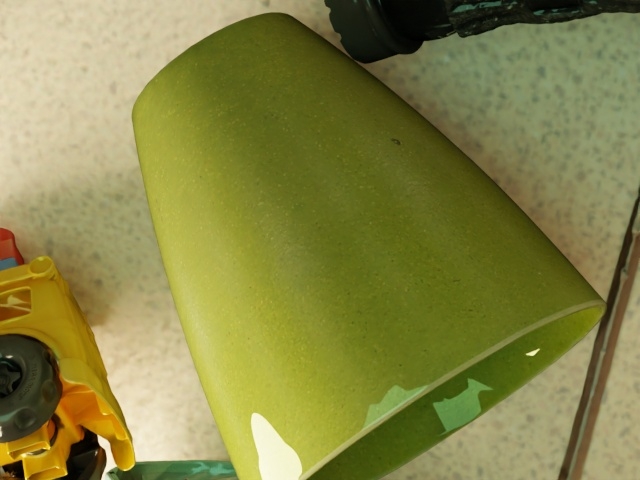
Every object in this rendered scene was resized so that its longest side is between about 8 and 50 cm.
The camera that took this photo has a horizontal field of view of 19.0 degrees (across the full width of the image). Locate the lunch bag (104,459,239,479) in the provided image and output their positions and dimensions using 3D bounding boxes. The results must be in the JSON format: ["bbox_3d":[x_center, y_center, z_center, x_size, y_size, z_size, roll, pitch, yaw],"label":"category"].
[{"bbox_3d":[-0.055,0.291,1.428,0.262,0.160,0.223,9,108,23],"label":"lunch bag"}]

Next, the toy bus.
[{"bbox_3d":[-0.268,0.098,1.421,0.220,0.149,0.211,-19,55,1],"label":"toy bus"}]

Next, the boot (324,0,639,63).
[{"bbox_3d":[0.106,-0.296,1.244,0.260,0.131,0.348,-11,104,28],"label":"boot"}]

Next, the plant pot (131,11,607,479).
[{"bbox_3d":[0.000,0.000,1.309,0.275,0.275,0.293,-37,76,18],"label":"plant pot"}]
